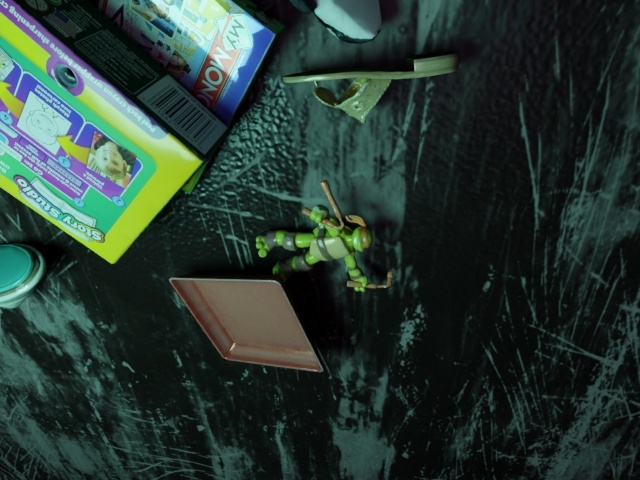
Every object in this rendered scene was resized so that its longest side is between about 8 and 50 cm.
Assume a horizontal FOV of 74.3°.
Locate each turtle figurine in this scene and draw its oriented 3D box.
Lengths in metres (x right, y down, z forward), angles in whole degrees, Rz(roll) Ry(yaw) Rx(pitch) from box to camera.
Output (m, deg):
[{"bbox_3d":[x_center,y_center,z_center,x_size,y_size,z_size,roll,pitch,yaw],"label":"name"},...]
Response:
[{"bbox_3d":[0.000,0.000,0.737,0.217,0.087,0.269,-11,137,26],"label":"turtle figurine"}]

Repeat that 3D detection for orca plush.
[{"bbox_3d":[-0.045,-0.346,0.501,0.287,0.151,0.102,22,173,-38],"label":"orca plush"}]

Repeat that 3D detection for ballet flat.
[{"bbox_3d":[-0.707,0.088,0.890,0.400,0.139,0.139,-3,123,15],"label":"ballet flat"}]

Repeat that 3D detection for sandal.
[{"bbox_3d":[0.070,-0.205,0.591,0.240,0.088,0.079,-6,117,6],"label":"sandal"}]

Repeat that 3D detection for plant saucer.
[{"bbox_3d":[-0.138,0.156,0.850,0.259,0.047,0.258,-1,129,28],"label":"plant saucer"}]

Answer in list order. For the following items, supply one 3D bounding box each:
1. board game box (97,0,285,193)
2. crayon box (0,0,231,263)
[{"bbox_3d":[-0.221,-0.234,0.613,0.214,0.046,0.317,33,130,-12],"label":"board game box"},{"bbox_3d":[-0.369,-0.169,0.607,0.363,0.106,0.313,41,129,-19],"label":"crayon box"}]
